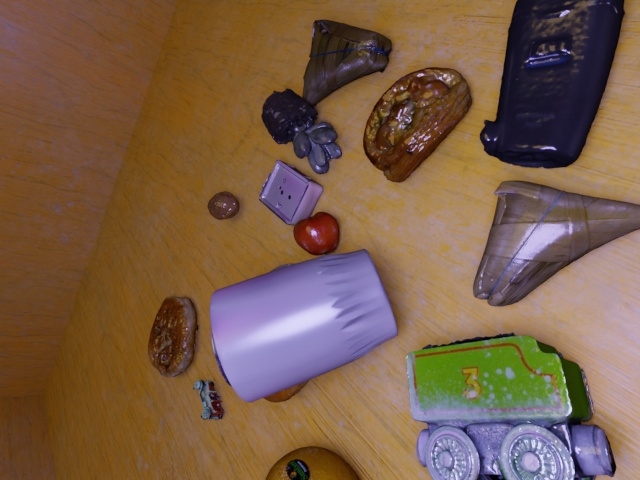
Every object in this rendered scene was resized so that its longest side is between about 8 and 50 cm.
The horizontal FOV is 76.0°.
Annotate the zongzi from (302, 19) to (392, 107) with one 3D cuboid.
[{"bbox_3d":[0.054,-0.449,1.155,0.260,0.122,0.290,39,123,37],"label":"zongzi"}]

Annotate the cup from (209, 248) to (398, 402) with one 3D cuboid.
[{"bbox_3d":[-0.039,0.171,0.898,0.371,0.253,0.254,-21,60,1],"label":"cup"}]

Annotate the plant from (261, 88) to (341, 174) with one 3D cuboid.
[{"bbox_3d":[-0.050,-0.315,1.198,0.274,0.149,0.147,47,158,23],"label":"plant"}]

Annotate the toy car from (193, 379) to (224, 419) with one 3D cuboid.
[{"bbox_3d":[-0.366,0.524,1.354,0.054,0.073,0.143,-41,52,11],"label":"toy car"}]

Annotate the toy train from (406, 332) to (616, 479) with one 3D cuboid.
[{"bbox_3d":[0.298,0.290,0.686,0.307,0.173,0.249,-22,56,40],"label":"toy train"}]

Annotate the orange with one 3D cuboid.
[{"bbox_3d":[-0.019,0.570,0.892,0.236,0.236,0.237,-13,71,42],"label":"orange"}]

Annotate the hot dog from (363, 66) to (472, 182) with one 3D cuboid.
[{"bbox_3d":[0.213,-0.269,0.933,0.272,0.122,0.196,-47,51,28],"label":"hot dog"}]

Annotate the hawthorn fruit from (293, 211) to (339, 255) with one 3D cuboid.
[{"bbox_3d":[-0.009,-0.013,1.092,0.125,0.125,0.140,-7,73,44],"label":"hawthorn fruit"}]

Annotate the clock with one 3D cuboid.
[{"bbox_3d":[-0.092,-0.144,1.242,0.192,0.071,0.147,39,108,43],"label":"clock"}]

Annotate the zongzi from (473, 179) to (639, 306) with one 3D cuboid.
[{"bbox_3d":[0.405,0.027,0.689,0.255,0.114,0.229,18,97,35],"label":"zongzi"}]

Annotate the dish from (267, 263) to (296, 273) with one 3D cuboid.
[{"bbox_3d":[-0.087,0.126,1.143,0.234,0.154,0.064,2,117,45],"label":"dish"}]

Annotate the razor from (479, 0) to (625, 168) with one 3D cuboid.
[{"bbox_3d":[0.415,-0.300,0.746,0.189,0.107,0.327,15,92,45],"label":"razor"}]

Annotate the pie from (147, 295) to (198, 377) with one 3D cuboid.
[{"bbox_3d":[-0.575,0.376,1.587,0.314,0.092,0.316,-13,70,41],"label":"pie"}]

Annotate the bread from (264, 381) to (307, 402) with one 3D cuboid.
[{"bbox_3d":[-0.108,0.309,1.098,0.239,0.139,0.240,-13,71,43],"label":"bread"}]

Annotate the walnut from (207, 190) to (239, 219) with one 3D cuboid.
[{"bbox_3d":[-0.346,-0.124,1.470,0.124,0.105,0.105,-2,78,30],"label":"walnut"}]
